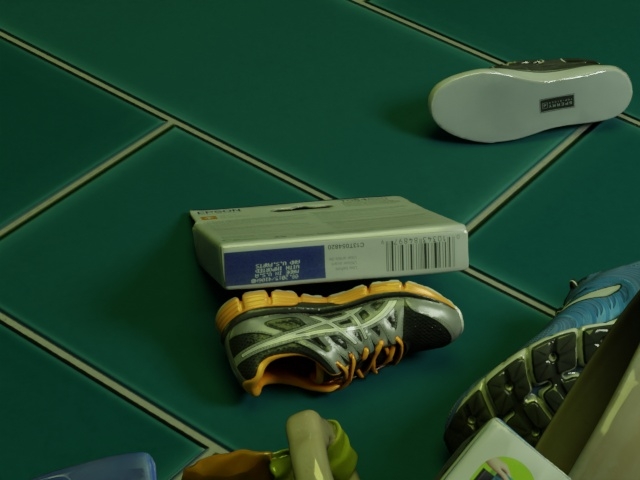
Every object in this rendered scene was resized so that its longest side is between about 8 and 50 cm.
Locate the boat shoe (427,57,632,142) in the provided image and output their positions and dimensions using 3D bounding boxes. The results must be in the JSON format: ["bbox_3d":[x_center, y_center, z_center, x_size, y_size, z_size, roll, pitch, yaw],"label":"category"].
[{"bbox_3d":[0.216,-0.159,1.719,0.228,0.080,0.076,-10,24,-13],"label":"boat shoe"}]

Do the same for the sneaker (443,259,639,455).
[{"bbox_3d":[0.244,0.102,1.371,0.330,0.129,0.147,-28,7,-16],"label":"sneaker"}]

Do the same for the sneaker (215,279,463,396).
[{"bbox_3d":[0.019,0.090,1.390,0.215,0.084,0.083,-5,53,-7],"label":"sneaker"}]

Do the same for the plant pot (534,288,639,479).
[{"bbox_3d":[0.274,0.222,1.101,0.280,0.323,0.323,30,43,5],"label":"plant pot"}]

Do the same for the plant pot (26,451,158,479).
[{"bbox_3d":[-0.188,0.295,0.990,0.212,0.236,0.236,-6,40,-5],"label":"plant pot"}]

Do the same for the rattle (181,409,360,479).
[{"bbox_3d":[-0.018,0.237,1.205,0.143,0.130,0.199,-14,68,-6],"label":"rattle"}]

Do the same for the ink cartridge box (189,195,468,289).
[{"bbox_3d":[0.000,0.000,1.485,0.223,0.045,0.224,-5,10,-11],"label":"ink cartridge box"}]

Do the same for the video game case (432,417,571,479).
[{"bbox_3d":[0.044,0.228,0.994,0.061,0.269,0.244,40,84,8],"label":"video game case"}]
